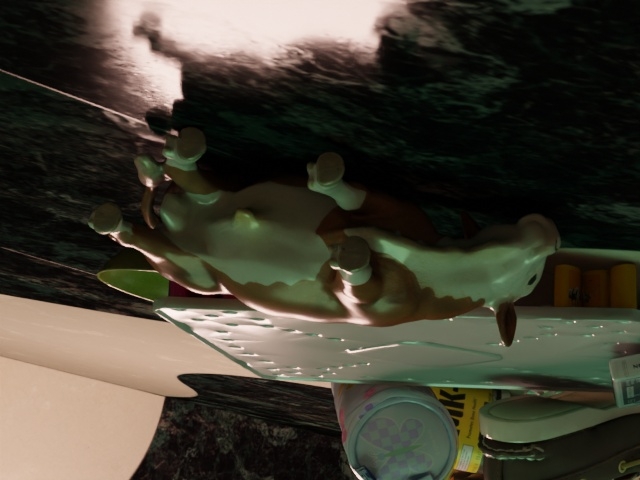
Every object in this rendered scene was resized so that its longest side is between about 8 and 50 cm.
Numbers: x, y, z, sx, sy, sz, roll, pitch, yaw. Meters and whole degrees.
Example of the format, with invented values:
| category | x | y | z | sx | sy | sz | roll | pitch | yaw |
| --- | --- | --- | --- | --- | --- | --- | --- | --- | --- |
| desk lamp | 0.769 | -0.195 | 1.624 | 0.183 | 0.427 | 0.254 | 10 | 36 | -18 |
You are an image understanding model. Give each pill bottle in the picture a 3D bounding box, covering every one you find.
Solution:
| category | x | y | z | sx | sy | sz | roll | pitch | yaw |
| --- | --- | --- | --- | --- | --- | --- | --- | --- | --- |
| pill bottle | 0.143 | 0.240 | 2.066 | 0.208 | 0.119 | 0.119 | 10 | 169 | 1 |

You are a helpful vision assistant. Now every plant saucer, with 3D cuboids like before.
| category | x | y | z | sx | sy | sz | roll | pitch | yaw |
| --- | --- | --- | --- | --- | --- | --- | --- | --- | --- |
| plant saucer | -0.098 | 0.042 | 1.509 | 0.240 | 0.037 | 0.241 | 10 | 168 | 2 |

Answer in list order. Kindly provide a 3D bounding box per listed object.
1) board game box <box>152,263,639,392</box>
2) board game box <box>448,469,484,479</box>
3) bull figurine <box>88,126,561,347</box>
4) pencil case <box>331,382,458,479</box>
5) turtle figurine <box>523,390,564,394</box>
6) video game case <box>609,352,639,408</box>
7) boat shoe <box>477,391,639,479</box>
| category | x | y | z | sx | sy | sz | roll | pitch | yaw |
| --- | --- | --- | --- | --- | --- | --- | --- | --- | --- |
| board game box | 0.093 | 0.079 | 1.362 | 0.389 | 0.050 | 0.390 | 1 | 167 | 12 |
| board game box | 0.240 | 0.293 | 2.145 | 0.243 | 0.165 | 0.042 | 5 | 133 | 27 |
| bull figurine | 0.000 | 0.000 | 1.045 | 0.310 | 0.101 | 0.188 | 4 | 163 | 23 |
| pencil case | 0.078 | 0.187 | 1.672 | 0.124 | 0.113 | 0.273 | 49 | -176 | -12 |
| turtle figurine | 0.313 | 0.230 | 1.804 | 0.118 | 0.175 | 0.234 | -14 | 167 | 24 |
| video game case | 0.335 | 0.108 | 1.311 | 0.173 | 0.022 | 0.190 | -13 | 164 | 9 |
| boat shoe | 0.293 | 0.196 | 1.535 | 0.324 | 0.097 | 0.116 | -6 | -171 | -35 |
